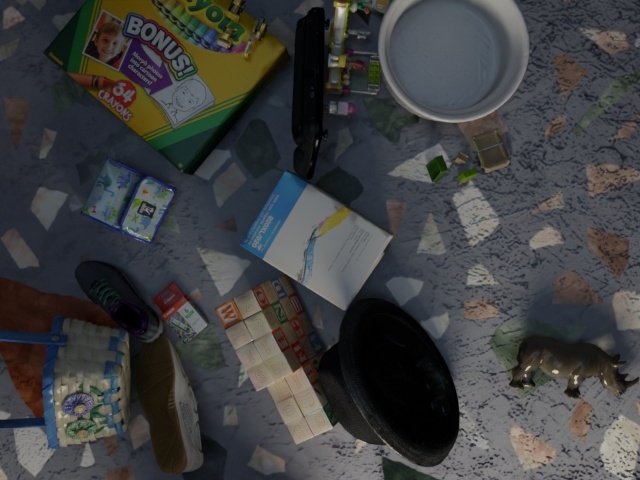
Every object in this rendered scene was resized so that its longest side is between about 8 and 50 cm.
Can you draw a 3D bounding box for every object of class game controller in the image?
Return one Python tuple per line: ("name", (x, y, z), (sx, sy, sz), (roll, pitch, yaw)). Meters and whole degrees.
("game controller", (-0.016, -0.272, 1.671), (0.067, 0.166, 0.319), (1, 59, 2))

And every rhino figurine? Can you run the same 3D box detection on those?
("rhino figurine", (0.486, 0.244, 1.731), (0.243, 0.073, 0.106), (9, 94, 4))

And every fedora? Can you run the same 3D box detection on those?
("fedora", (0.109, 0.278, 1.694), (0.152, 0.334, 0.334), (-30, 87, 35))

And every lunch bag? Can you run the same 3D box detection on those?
("lunch bag", (-0.378, -0.077, 1.800), (0.151, 0.096, 0.129), (26, 90, -10))

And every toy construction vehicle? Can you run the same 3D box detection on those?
("toy construction vehicle", (-0.148, -0.400, 1.701), (0.086, 0.035, 0.098), (29, 89, 3))

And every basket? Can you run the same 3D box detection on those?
("basket", (-0.508, 0.266, 1.725), (0.289, 0.201, 0.255), (3, 131, -2))

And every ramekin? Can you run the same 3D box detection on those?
("ramekin", (0.238, -0.353, 1.704), (0.277, 0.135, 0.277), (0, 91, -3))

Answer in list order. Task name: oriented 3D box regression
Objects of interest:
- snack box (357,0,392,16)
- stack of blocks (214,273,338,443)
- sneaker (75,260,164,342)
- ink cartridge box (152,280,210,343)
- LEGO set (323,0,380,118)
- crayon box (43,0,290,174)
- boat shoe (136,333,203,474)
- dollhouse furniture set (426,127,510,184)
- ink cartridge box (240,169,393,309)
("snack box", (0.114, -0.523, 1.776), (0.100, 0.037, 0.141), (28, 93, 5))
("stack of blocks", (-0.065, 0.225, 1.722), (0.087, 0.171, 0.297), (-28, 88, 21))
("sneaker", (-0.403, 0.109, 1.784), (0.223, 0.098, 0.083), (37, 86, 13))
("ink cartridge box", (-0.282, 0.144, 1.819), (0.063, 0.029, 0.115), (-41, 87, 4))
("LEGO set", (0.071, -0.378, 1.736), (0.107, 0.132, 0.287), (5, 104, -2))
("crayon box", (-0.296, -0.364, 1.779), (0.363, 0.106, 0.313), (40, 93, 3))
("boat shoe", (-0.290, 0.322, 1.794), (0.098, 0.096, 0.277), (-22, 69, 26))
("dollhouse furniture set", (0.288, -0.156, 1.771), (0.151, 0.058, 0.076), (-19, 81, -14))
("ink cartridge box", (0.000, 0.000, 1.723), (0.232, 0.171, 0.168), (32, 93, 5))
